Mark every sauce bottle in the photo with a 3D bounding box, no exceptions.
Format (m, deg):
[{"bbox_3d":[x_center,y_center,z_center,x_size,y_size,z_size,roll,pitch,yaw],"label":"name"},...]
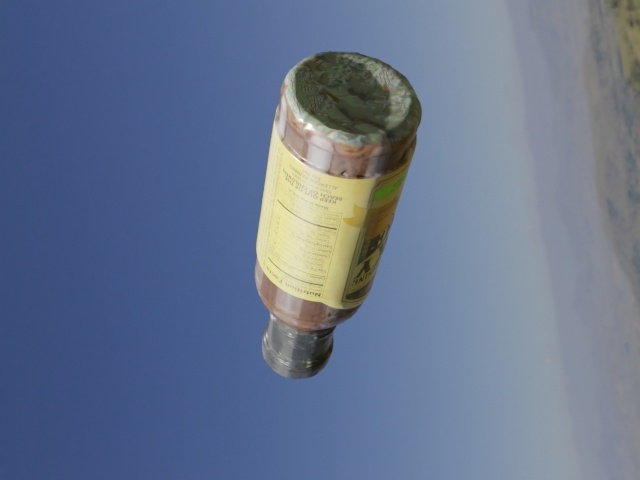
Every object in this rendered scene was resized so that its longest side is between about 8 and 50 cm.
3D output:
[{"bbox_3d":[0.000,0.000,0.793,0.344,0.111,0.111,103,174,-51],"label":"sauce bottle"}]
